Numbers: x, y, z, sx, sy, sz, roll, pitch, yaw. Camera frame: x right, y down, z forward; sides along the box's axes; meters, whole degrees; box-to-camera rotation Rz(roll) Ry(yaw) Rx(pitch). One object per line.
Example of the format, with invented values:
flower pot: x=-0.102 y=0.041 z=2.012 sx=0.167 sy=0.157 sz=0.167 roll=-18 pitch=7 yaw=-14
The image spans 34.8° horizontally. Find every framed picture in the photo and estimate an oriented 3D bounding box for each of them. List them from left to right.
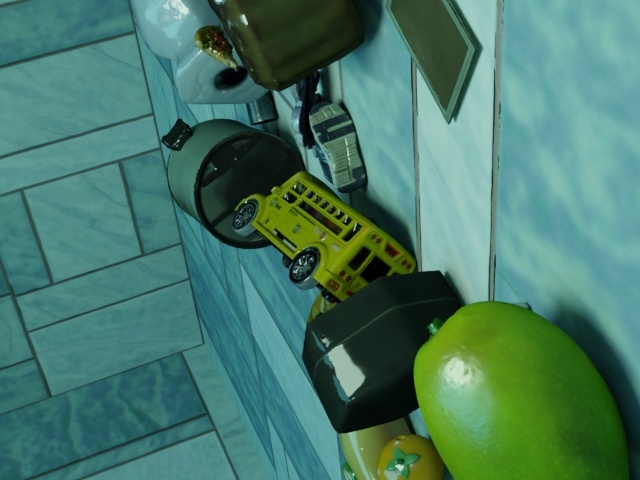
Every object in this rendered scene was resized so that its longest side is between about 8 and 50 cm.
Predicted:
framed picture: x=0.123 y=-0.243 z=1.158 sx=0.142 sy=0.011 sz=0.183 roll=101 pitch=148 yaw=-62

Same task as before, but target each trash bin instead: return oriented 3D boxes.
trash bin: x=-0.164 y=-0.114 z=1.954 sx=0.277 sy=0.217 sz=0.262 roll=37 pitch=178 yaw=-21

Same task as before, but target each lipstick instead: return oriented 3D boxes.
lipstick: x=-0.133 y=-0.337 z=1.923 sx=0.053 sy=0.053 sz=0.234 roll=174 pitch=82 yaw=-75

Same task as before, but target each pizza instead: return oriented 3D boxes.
pizza: x=-0.135 y=-0.269 z=1.412 sx=0.078 sy=0.025 sz=0.083 roll=42 pitch=-153 yaw=-9

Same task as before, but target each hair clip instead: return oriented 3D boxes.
hair clip: x=-0.011 y=-0.208 z=1.575 sx=0.124 sy=0.052 sz=0.195 roll=-75 pitch=-18 yaw=-46

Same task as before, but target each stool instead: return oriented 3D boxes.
stool: x=0.090 y=0.147 z=1.353 sx=0.141 sy=0.232 sz=0.232 roll=61 pitch=162 yaw=23

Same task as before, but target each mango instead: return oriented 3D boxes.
mango: x=0.226 y=0.219 z=1.047 sx=0.192 sy=0.156 sz=0.343 roll=-22 pitch=102 yaw=46

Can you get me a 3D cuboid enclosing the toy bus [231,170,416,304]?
toy bus: x=0.000 y=0.000 z=1.562 sx=0.145 sy=0.151 sz=0.331 roll=38 pitch=-179 yaw=-34

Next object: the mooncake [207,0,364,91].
mooncake: x=-0.075 y=-0.344 z=1.332 sx=0.290 sy=0.161 sz=0.290 roll=60 pitch=-178 yaw=-3

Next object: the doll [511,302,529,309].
doll: x=0.237 y=0.186 z=1.181 sx=0.114 sy=0.057 sz=0.227 roll=44 pitch=140 yaw=49

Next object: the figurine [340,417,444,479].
figurine: x=0.138 y=0.386 z=1.670 sx=0.324 sy=0.124 sz=0.222 roll=58 pitch=157 yaw=33

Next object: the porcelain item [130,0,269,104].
porcelain item: x=-0.209 y=-0.424 z=1.715 sx=0.178 sy=0.242 sz=0.405 roll=-57 pitch=48 yaw=48

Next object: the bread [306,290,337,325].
bread: x=0.042 y=0.165 z=1.720 sx=0.152 sy=0.130 sz=0.267 roll=64 pitch=165 yaw=15

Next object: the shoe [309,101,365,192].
shoe: x=0.021 y=-0.143 z=1.553 sx=0.143 sy=0.064 sz=0.071 roll=70 pitch=166 yaw=-13
